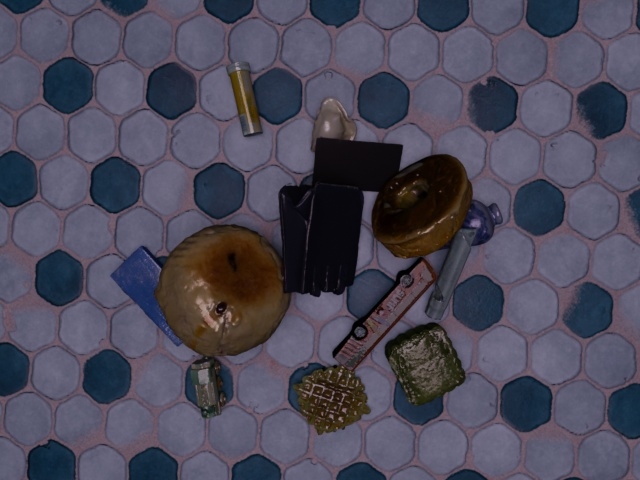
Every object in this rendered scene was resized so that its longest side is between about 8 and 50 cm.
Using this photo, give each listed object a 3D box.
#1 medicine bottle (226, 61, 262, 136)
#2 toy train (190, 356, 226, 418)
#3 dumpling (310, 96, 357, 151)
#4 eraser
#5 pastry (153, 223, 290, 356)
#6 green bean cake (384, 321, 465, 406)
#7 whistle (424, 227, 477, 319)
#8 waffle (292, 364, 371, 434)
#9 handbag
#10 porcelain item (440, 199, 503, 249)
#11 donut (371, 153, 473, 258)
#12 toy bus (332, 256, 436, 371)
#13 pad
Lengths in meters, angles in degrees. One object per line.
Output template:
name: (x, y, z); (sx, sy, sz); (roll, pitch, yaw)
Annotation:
medicine bottle: (-0.232, -0.432, 1.662); (0.074, 0.074, 0.218); (-12, 93, 2)
toy train: (-0.347, 0.455, 1.660); (0.081, 0.125, 0.193); (-8, 91, 6)
dumpling: (0.045, -0.339, 1.640); (0.134, 0.100, 0.169); (13, 93, -2)
eraser: (-0.502, 0.175, 1.698); (0.144, 0.042, 0.312); (-44, 90, 2)
pastry: (-0.278, 0.149, 1.550); (0.389, 0.312, 0.388); (9, 67, -21)
green bean cake: (0.318, 0.373, 1.640); (0.200, 0.113, 0.214); (-28, 90, 3)
whistle: (0.382, 0.098, 1.591); (0.062, 0.062, 0.312); (15, 120, 1)
waffle: (0.037, 0.493, 1.682); (0.214, 0.054, 0.207); (-26, 87, -3)
handbag: (0.000, 0.000, 1.551); (0.122, 0.303, 0.329); (5, 94, 30)
porcelain item: (0.413, -0.037, 1.623); (0.259, 0.141, 0.141); (-21, 91, 12)
donut: (0.291, -0.091, 1.554); (0.330, 0.330, 0.160); (-36, 127, 2)
toy bus: (0.195, 0.221, 1.651); (0.092, 0.093, 0.409); (42, 93, 0)
pad: (0.111, -0.228, 1.643); (0.265, 0.009, 0.159); (4, 115, -5)
